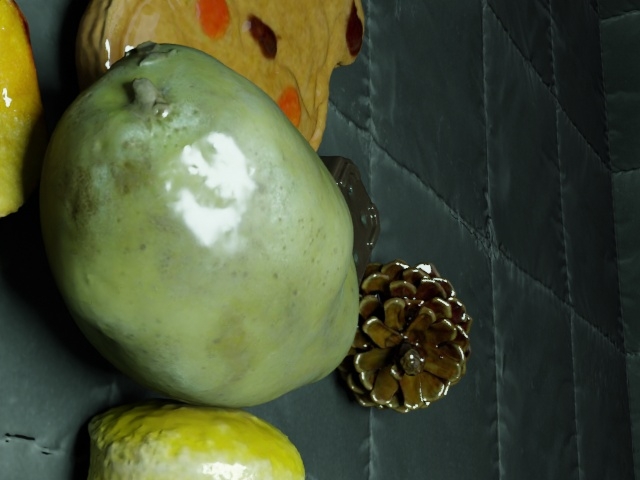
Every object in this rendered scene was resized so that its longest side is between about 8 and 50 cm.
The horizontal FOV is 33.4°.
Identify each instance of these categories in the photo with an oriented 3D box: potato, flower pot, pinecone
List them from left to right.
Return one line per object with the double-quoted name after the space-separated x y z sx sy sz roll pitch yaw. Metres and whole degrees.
-0.094 0.003 0.856 0.243 0.221 0.326 -66 149 -15 "potato"
0.000 0.000 1.250 0.179 0.084 0.251 62 33 -31 "flower pot"
0.096 0.125 1.306 0.185 0.169 0.212 56 20 -15 "pinecone"

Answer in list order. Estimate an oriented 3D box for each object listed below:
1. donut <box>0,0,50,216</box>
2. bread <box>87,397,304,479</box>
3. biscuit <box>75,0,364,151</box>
-0.277 -0.104 0.768 0.174 0.075 0.190 -56 135 -54 "donut"
-0.109 0.216 0.890 0.197 0.197 0.170 29 69 -57 "bread"
-0.084 -0.198 1.068 0.350 0.078 0.455 49 55 -45 "biscuit"
